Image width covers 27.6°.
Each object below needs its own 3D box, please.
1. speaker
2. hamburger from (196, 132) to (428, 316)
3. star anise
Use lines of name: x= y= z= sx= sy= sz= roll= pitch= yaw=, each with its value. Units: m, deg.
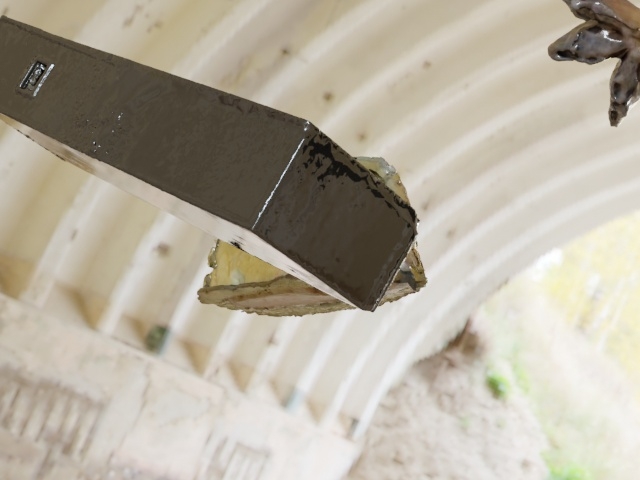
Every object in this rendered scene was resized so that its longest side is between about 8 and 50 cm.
speaker: x=-0.062 y=-0.038 z=0.548 sx=0.218 sy=0.044 sz=0.082 roll=24 pitch=-8 yaw=44
hamburger: x=0.004 y=-0.006 z=0.812 sx=0.087 sy=0.102 sz=0.176 roll=24 pitch=-23 yaw=-36
star anise: x=0.308 y=-0.175 z=1.197 sx=0.208 sy=0.063 sz=0.172 roll=1 pitch=-58 yaw=26
